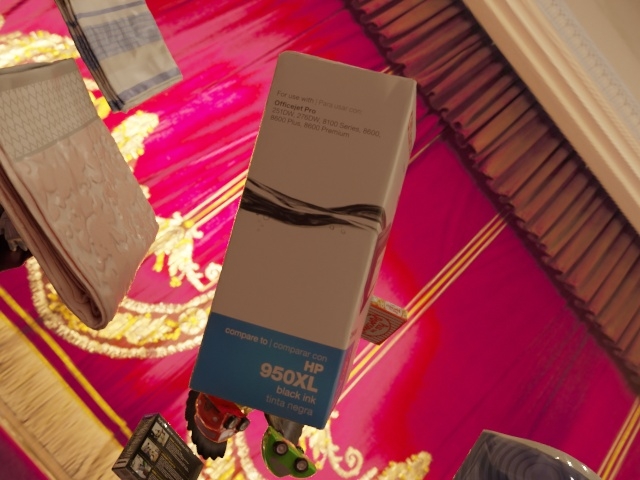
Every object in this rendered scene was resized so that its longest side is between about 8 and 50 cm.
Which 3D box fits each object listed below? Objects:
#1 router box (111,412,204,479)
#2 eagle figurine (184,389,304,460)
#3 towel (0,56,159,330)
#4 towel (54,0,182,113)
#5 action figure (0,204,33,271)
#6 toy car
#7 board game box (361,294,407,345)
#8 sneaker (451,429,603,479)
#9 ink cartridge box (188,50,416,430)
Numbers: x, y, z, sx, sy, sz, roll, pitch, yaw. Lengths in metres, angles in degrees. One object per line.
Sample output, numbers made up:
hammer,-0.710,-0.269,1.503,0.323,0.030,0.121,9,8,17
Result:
router box,-0.326,0.464,1.100,0.046,0.133,0.178,-17,-63,26
eagle figurine,-0.135,0.278,1.058,0.226,0.225,0.298,27,-55,22
towel,-0.329,-0.085,0.733,0.331,0.054,0.316,-101,170,-67
towel,-0.337,-0.367,0.875,0.034,0.209,0.284,-11,-64,25
action figure,-0.647,-0.107,1.066,0.275,0.248,0.370,91,-13,-49
toy car,-0.102,0.290,0.805,0.225,0.053,0.239,42,-8,-6
board game box,0.131,0.220,1.557,0.194,0.045,0.146,25,-50,-15
sneaker,0.213,0.272,0.325,0.316,0.127,0.182,21,-40,43
ink cartridge box,0.000,0.000,0.710,0.166,0.394,0.285,15,0,9
